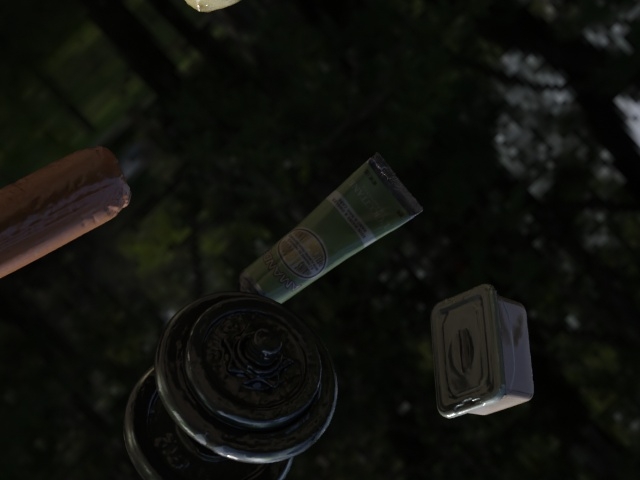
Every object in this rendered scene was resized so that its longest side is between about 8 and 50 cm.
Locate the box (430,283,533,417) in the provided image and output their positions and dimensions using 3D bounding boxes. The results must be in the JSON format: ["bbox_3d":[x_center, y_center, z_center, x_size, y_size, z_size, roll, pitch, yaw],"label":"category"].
[{"bbox_3d":[0.161,0.113,1.907,0.089,0.062,0.122,-25,-119,43],"label":"box"}]

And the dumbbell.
[{"bbox_3d":[-0.095,0.169,1.990,0.192,0.192,0.290,-52,177,-36],"label":"dumbbell"}]

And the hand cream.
[{"bbox_3d":[0.000,0.000,2.201,0.235,0.086,0.055,-37,175,-8],"label":"hand cream"}]

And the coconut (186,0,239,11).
[{"bbox_3d":[-0.087,-0.300,1.778,0.171,0.171,0.183,-123,-139,-80],"label":"coconut"}]

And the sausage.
[{"bbox_3d":[-0.323,-0.017,2.059,0.289,0.086,0.086,-31,179,-37],"label":"sausage"}]
